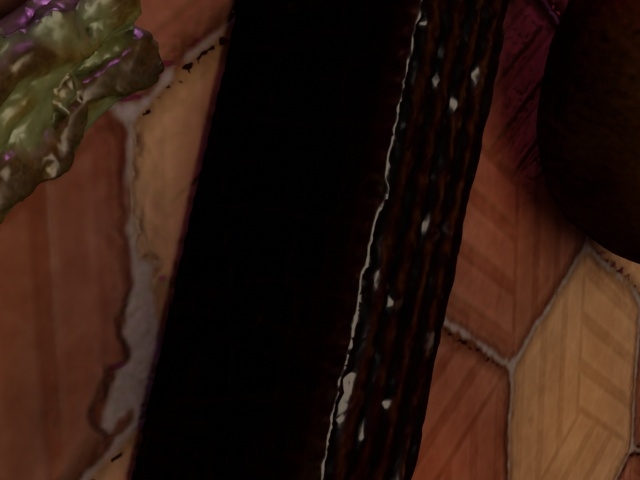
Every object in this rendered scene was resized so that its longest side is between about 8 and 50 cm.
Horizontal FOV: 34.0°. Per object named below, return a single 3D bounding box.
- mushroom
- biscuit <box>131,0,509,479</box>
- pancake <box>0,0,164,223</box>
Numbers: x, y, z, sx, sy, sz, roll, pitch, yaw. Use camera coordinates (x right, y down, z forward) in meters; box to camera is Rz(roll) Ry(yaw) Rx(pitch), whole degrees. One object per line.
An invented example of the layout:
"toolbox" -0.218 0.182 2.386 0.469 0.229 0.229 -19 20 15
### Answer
"mushroom" 0.284 -0.137 0.742 0.346 0.259 0.345 -21 133 -24
"biscuit" 0.000 0.000 0.466 0.073 0.107 0.388 15 85 -51
"pancake" -0.192 -0.067 0.267 0.377 0.054 0.197 5 95 -53
